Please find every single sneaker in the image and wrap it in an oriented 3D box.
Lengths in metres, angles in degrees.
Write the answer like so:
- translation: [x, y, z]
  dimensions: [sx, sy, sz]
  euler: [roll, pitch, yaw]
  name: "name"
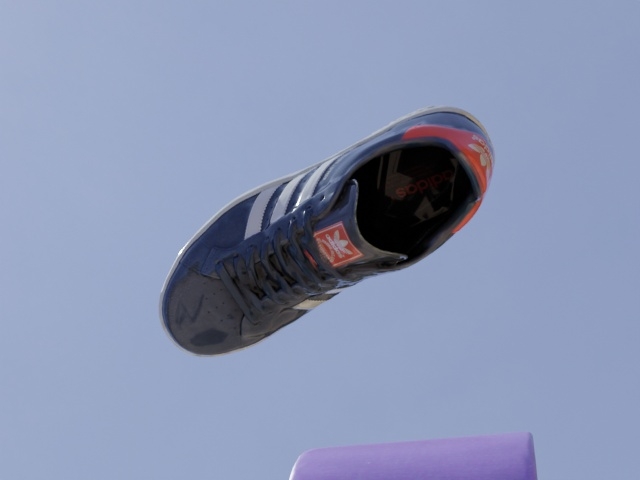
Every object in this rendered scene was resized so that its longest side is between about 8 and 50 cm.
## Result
- translation: [0.000, 0.000, 1.336]
  dimensions: [0.350, 0.148, 0.131]
  euler: [-35, -77, 9]
  name: "sneaker"

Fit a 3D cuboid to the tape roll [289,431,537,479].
- translation: [0.047, 0.210, 0.549]
  dimensions: [0.090, 0.275, 0.275]
  euler: [-4, -43, 7]
  name: "tape roll"
